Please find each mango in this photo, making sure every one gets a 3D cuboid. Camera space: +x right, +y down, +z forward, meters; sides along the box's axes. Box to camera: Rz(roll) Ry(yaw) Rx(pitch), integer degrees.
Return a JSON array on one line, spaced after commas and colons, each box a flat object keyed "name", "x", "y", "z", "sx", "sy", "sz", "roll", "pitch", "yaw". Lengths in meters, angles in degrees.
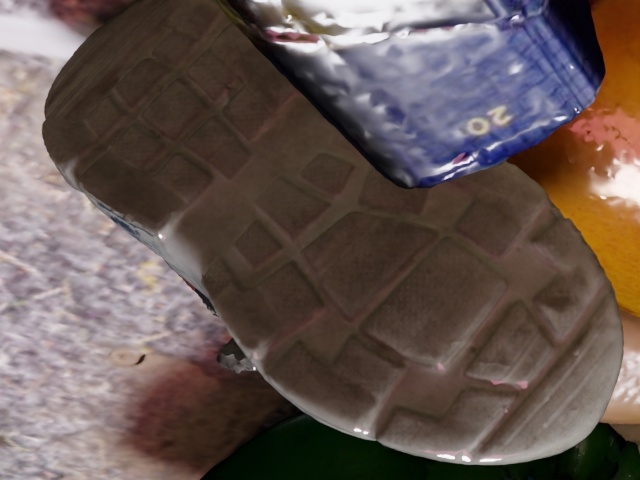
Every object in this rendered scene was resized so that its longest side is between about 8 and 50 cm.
[{"name": "mango", "x": 0.120, "y": -0.024, "z": 0.600, "sx": 0.141, "sy": 0.102, "sz": 0.217, "roll": -20, "pitch": 138, "yaw": 32}]

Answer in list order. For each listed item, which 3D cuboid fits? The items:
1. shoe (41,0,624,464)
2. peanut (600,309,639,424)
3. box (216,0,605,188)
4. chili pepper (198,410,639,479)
[{"name": "shoe", "x": 0.005, "y": 0.010, "z": 0.574, "sx": 0.099, "sy": 0.227, "sz": 0.125, "roll": -46, "pitch": 152, "yaw": -10}, {"name": "peanut", "x": 0.104, "y": 0.036, "z": 0.705, "sx": 0.152, "sy": 0.076, "sz": 0.076, "roll": 12, "pitch": 142, "yaw": -3}, {"name": "box", "x": -0.027, "y": -0.146, "z": 0.368, "sx": 0.071, "sy": 0.168, "sz": 0.259, "roll": -22, "pitch": 138, "yaw": 21}, {"name": "chili pepper", "x": 0.046, "y": 0.193, "z": 0.777, "sx": 0.256, "sy": 0.233, "sz": 0.248, "roll": -24, "pitch": 146, "yaw": 31}]
